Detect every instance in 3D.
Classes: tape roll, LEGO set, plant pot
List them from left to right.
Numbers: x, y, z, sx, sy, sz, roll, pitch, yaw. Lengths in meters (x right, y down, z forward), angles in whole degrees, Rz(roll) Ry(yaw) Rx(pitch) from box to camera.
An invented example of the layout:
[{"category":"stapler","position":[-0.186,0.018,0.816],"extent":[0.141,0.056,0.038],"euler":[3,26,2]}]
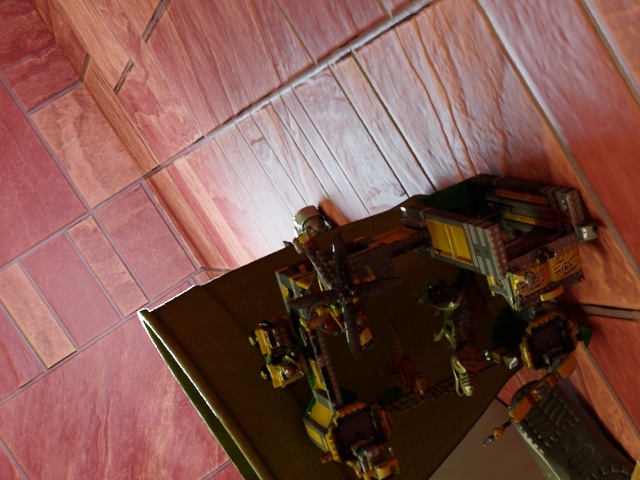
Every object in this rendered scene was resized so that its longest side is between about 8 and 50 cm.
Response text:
[{"category":"plant pot","position":[0.041,0.134,1.257],"extent":[0.366,0.353,0.366],"euler":[52,168,16]},{"category":"LEGO set","position":[0.121,0.079,0.996],"extent":[0.192,0.331,0.255],"euler":[-159,58,-66]},{"category":"tape roll","position":[0.227,0.357,1.552],"extent":[0.246,0.169,0.246],"euler":[52,168,16]}]

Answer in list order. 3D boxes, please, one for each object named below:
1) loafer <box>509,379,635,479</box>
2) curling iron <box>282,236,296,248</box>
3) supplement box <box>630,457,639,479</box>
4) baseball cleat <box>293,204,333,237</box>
[{"category":"loafer","position":[0.306,0.267,1.248],"extent":[0.251,0.094,0.087],"euler":[58,180,13]},{"category":"curling iron","position":[0.012,0.099,2.024],"extent":[0.274,0.035,0.068],"euler":[56,-170,-21]},{"category":"supplement box","position":[0.345,0.255,1.063],"extent":[0.080,0.078,0.233],"euler":[48,166,31]},{"category":"baseball cleat","position":[0.000,0.000,1.725],"extent":[0.109,0.072,0.206],"euler":[65,163,-9]}]
